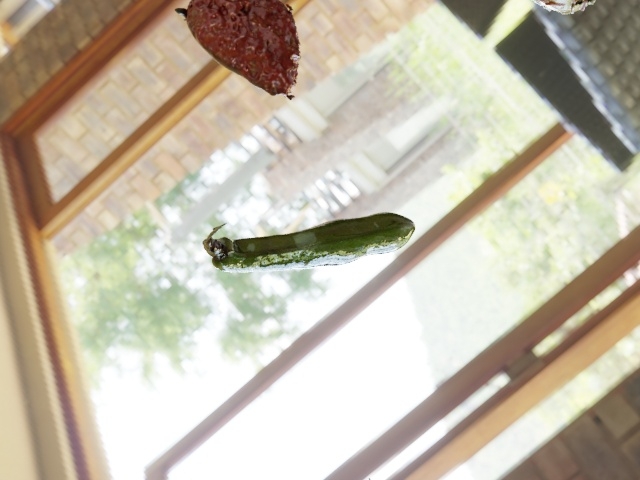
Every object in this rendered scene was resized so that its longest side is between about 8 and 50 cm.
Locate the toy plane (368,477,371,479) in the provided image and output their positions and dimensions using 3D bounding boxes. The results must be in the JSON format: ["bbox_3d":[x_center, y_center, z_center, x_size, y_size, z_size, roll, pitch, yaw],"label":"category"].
[{"bbox_3d":[0.052,0.266,1.183,0.040,0.102,0.111,61,-167,4],"label":"toy plane"}]

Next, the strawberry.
[{"bbox_3d":[-0.098,-0.288,1.601,0.174,0.098,0.228,21,-155,-26],"label":"strawberry"}]

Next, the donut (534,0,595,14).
[{"bbox_3d":[0.305,-0.335,1.340,0.068,0.175,0.174,39,-176,24],"label":"donut"}]

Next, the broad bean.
[{"bbox_3d":[-0.007,0.003,1.363,0.318,0.098,0.056,-5,-104,-42],"label":"broad bean"}]
